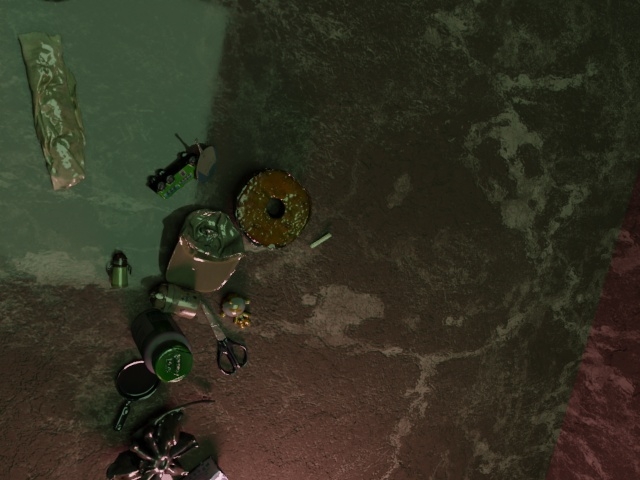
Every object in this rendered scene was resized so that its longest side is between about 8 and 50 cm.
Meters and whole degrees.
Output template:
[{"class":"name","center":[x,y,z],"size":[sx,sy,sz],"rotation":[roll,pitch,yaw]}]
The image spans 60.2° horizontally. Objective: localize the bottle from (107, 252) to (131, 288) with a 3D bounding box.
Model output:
[{"class":"bottle","center":[-0.580,0.085,1.599],"size":[0.063,0.047,0.101],"rotation":[-9,105,-56]}]

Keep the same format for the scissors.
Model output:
[{"class":"scissors","center":[-0.330,0.314,1.813],"size":[0.109,0.022,0.300],"rotation":[-33,116,-22]}]

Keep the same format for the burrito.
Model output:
[{"class":"burrito","center":[-0.673,-0.327,1.413],"size":[0.117,0.076,0.392],"rotation":[-13,109,-27]}]

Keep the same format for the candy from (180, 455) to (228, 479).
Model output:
[{"class":"candy","center":[-0.405,0.821,1.868],"size":[0.160,0.092,0.073],"rotation":[-34,123,-19]}]

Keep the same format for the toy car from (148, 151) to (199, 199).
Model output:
[{"class":"toy car","center":[-0.417,-0.190,1.600],"size":[0.165,0.071,0.062],"rotation":[-43,130,-14]}]

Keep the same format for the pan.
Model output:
[{"class":"pan","center":[-0.585,0.477,1.709],"size":[0.136,0.028,0.235],"rotation":[27,86,-31]}]

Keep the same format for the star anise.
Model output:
[{"class":"star anise","center":[-0.514,0.669,1.759],"size":[0.359,0.139,0.315],"rotation":[-3,113,-44]}]

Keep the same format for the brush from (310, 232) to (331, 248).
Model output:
[{"class":"brush","center":[0.000,0.000,1.915],"size":[0.084,0.013,0.016],"rotation":[-33,113,-9]}]

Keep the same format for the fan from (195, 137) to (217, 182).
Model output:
[{"class":"fan","center":[-0.337,-0.239,1.600],"size":[0.175,0.005,0.113],"rotation":[81,31,-62]}]

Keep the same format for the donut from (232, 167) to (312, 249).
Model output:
[{"class":"donut","center":[-0.161,-0.107,1.749],"size":[0.272,0.107,0.272],"rotation":[-11,114,-27]}]

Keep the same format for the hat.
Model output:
[{"class":"hat","center":[-0.365,0.029,1.692],"size":[0.214,0.149,0.245],"rotation":[22,129,-32]}]

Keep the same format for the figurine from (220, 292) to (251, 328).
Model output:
[{"class":"figurine","center":[-0.275,0.235,1.799],"size":[0.101,0.068,0.143],"rotation":[-8,124,-20]}]

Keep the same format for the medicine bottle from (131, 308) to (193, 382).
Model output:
[{"class":"medicine bottle","center":[-0.454,0.302,1.591],"size":[0.133,0.274,0.133],"rotation":[-8,107,-28]}]

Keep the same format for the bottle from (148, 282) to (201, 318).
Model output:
[{"class":"bottle","center":[-0.448,0.178,1.668],"size":[0.152,0.099,0.099],"rotation":[18,94,-29]}]
